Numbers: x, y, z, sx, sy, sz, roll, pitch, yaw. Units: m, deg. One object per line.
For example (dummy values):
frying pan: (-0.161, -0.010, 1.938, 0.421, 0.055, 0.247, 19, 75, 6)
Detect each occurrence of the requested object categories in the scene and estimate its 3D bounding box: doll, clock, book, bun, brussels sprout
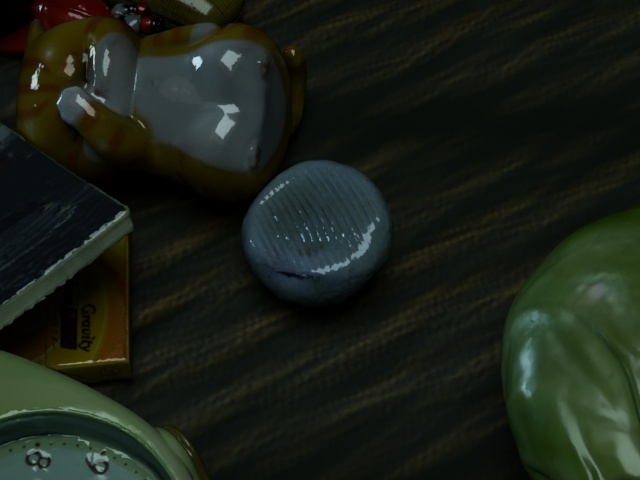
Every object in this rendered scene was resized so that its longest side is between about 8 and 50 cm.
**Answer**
doll: (-0.152, -0.125, 1.296, 0.269, 0.162, 0.167, 9, 82, -1)
clock: (-0.213, 0.253, 1.069, 0.348, 0.117, 0.286, 19, 58, 11)
book: (-0.367, -0.016, 1.233, 0.262, 0.028, 0.374, -39, 46, -22)
bun: (0.000, 0.000, 1.259, 0.140, 0.083, 0.141, -5, 56, 8)
brussels sprout: (0.296, 0.119, 1.090, 0.328, 0.247, 0.328, -5, 67, 11)
doll: (-0.239, -0.219, 1.410, 0.169, 0.057, 0.109, 14, 75, 24)

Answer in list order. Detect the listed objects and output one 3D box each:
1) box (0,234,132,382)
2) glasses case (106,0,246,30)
box: (-0.300, 0.060, 1.239, 0.269, 0.043, 0.152, -3, 57, -2)
glasses case: (-0.186, -0.273, 1.448, 0.234, 0.064, 0.079, 28, 55, 18)
